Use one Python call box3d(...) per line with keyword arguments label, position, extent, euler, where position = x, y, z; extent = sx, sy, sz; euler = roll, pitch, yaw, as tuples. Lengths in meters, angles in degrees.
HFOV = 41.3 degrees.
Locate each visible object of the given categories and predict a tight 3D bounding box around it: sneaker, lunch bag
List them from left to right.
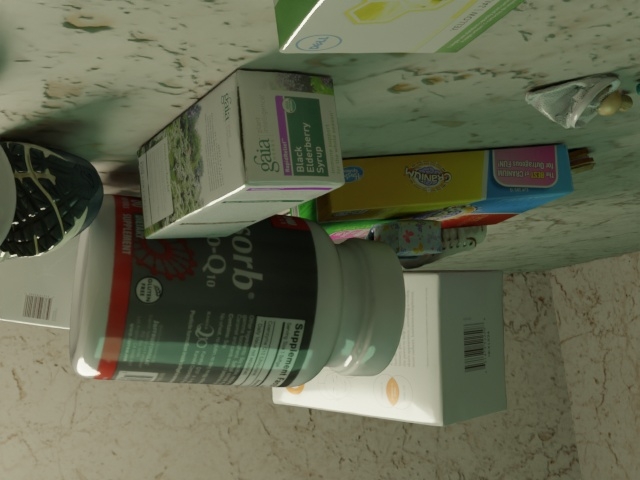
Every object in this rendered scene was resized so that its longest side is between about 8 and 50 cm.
box3d(label="sneaker", position=(-0.279, -0.043, 0.843), extent=(0.122, 0.110, 0.283), euler=(-24, -172, -42))
box3d(label="lunch bag", position=(0.108, -0.001, 1.108), extent=(0.071, 0.053, 0.083), euler=(-1, 180, -29))
box3d(label="sneaker", position=(0.196, -0.024, 1.372), extent=(0.123, 0.105, 0.290), euler=(-14, -179, 22))

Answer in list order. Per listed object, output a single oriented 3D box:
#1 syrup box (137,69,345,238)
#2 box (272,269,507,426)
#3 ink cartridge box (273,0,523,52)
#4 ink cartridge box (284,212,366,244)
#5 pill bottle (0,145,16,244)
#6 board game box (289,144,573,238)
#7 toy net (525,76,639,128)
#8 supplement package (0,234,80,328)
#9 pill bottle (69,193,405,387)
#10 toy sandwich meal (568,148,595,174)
box3d(label="syrup box", position=(-0.080, -0.068, 0.765), extent=(0.096, 0.093, 0.237), euler=(-2, 171, -32))
box3d(label="box", position=(0.097, 0.155, 1.324), extent=(0.345, 0.214, 0.168), euler=(-2, 178, 44))
box3d(label="ink cartridge box", position=(0.002, -0.146, 0.418), extent=(0.235, 0.056, 0.171), euler=(-6, 173, -21))
box3d(label="ink cartridge box", position=(0.000, 0.000, 1.375), extent=(0.148, 0.085, 0.203), euler=(-2, 172, -32))
box3d(label="pill bottle", position=(-0.369, -0.020, 0.694), extent=(0.246, 0.136, 0.136), euler=(-14, 170, 41))
box3d(label="board game box", position=(0.135, -0.059, 1.137), extent=(0.317, 0.064, 0.242), euler=(-5, 172, -13))
box3d(label="toy net", position=(0.316, -0.135, 0.816), extent=(0.232, 0.045, 0.122), euler=(-6, 173, -10))
box3d(label="supplement package", position=(-0.332, 0.056, 1.207), extent=(0.139, 0.133, 0.244), euler=(6, 175, 13))
box3d(label="pill bottle", position=(-0.100, 0.067, 1.007), extent=(0.363, 0.210, 0.210), euler=(6, 168, -20))
box3d(label="toy sandwich meal", position=(0.331, -0.102, 1.147), extent=(0.086, 0.029, 0.085), euler=(-14, -179, 0))
